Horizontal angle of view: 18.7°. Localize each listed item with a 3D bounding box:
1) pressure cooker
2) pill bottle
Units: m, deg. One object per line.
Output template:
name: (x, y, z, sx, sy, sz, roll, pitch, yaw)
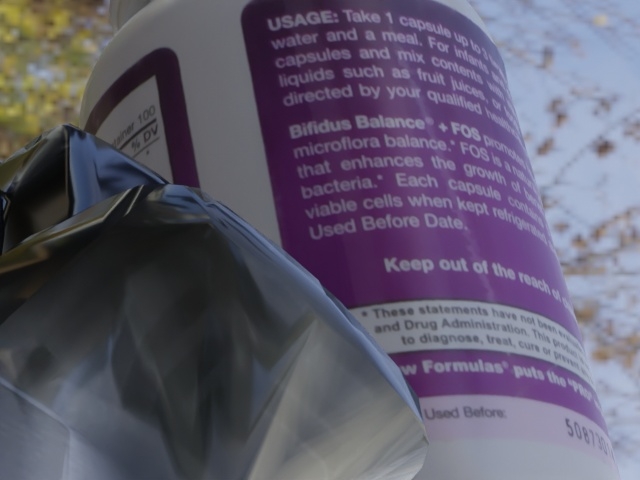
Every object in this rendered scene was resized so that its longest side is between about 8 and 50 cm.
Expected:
pressure cooker: (-0.158, 0.168, 0.385, 0.420, 0.370, 0.375, -100, -167, -54)
pill bottle: (0.000, 0.000, 0.727, 0.169, 0.169, 0.301, -50, -137, 47)
